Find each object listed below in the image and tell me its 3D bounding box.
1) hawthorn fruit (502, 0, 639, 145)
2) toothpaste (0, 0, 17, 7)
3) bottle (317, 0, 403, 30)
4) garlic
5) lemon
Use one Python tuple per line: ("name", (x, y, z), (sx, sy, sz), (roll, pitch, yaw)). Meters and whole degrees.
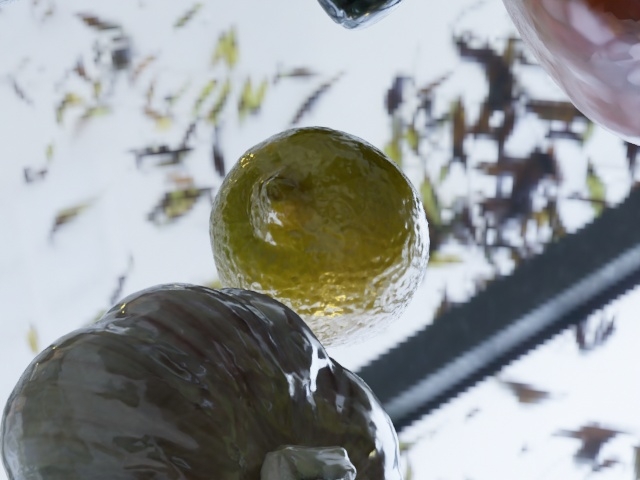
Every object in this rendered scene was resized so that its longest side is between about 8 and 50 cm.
("hawthorn fruit", (0.377, -0.335, 1.978), (0.472, 0.472, 0.472), (-1, -131, 1))
("toothpaste", (-0.369, -0.177, 1.511), (0.282, 0.068, 0.099), (-18, -124, -14))
("bottle", (-0.015, -0.328, 1.850), (0.156, 0.143, 0.271), (-33, -92, -27))
("garlic", (-0.070, 0.180, 1.279), (0.241, 0.322, 0.322), (0, -133, 24))
("lemon", (0.000, 0.000, 1.596), (0.187, 0.244, 0.187), (-4, -105, 16))
